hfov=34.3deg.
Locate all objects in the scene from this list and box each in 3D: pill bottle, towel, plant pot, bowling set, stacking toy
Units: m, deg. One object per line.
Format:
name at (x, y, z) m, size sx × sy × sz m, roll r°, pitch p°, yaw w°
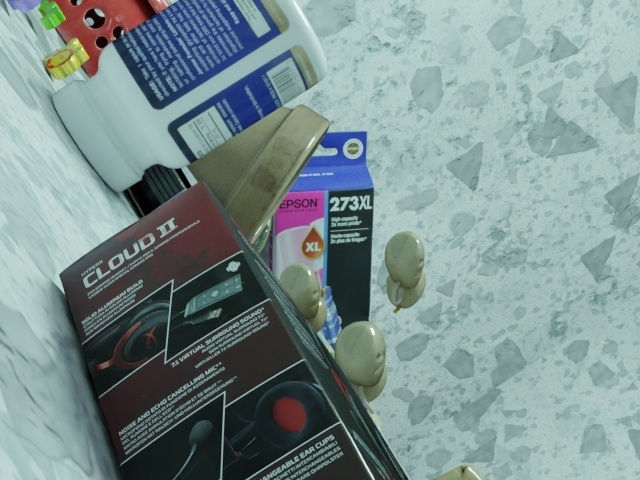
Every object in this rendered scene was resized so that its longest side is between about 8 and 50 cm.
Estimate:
pill bottle at (-0.138, -0.171, 1.101) m, size 0.153 × 0.264 × 0.153 m, roll 58°, pitch -2°, yaw 4°
towel at (0.035, 0.235, 1.536) m, size 0.243 × 0.040 × 0.336 m, roll 5°, pitch 71°, yaw -89°
plant pot at (-0.148, -0.129, 1.542) m, size 0.229 × 0.263 × 0.263 m, roll 34°, pitch 0°, yaw -3°
plant pot at (-0.336, -0.366, 1.686) m, size 0.191 × 0.174 × 0.191 m, roll 55°, pitch -2°, yaw 3°
bowling set at (-0.017, 0.104, 1.056) m, size 0.200 × 0.287 × 0.154 m, roll 22°, pitch -20°, yaw 16°
stacking toy at (-0.354, -0.297, 1.214) m, size 0.167 × 0.052 × 0.221 m, roll 60°, pitch -5°, yaw -37°

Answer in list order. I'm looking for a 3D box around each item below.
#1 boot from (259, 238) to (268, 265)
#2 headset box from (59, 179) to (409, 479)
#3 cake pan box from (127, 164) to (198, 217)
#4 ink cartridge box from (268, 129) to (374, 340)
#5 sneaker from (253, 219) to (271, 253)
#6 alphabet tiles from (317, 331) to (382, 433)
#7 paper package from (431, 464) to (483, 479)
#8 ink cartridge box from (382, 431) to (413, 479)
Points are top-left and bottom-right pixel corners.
boot at (-0.120, 0.013, 1.902) m, size 0.258 × 0.123 × 0.095 m, roll 64°, pitch -8°, yaw -19°
headset box at (-0.027, 0.120, 0.594) m, size 0.218 × 0.110 × 0.293 m, roll 57°, pitch -1°, yaw -41°
cake pan box at (-0.171, -0.033, 1.280) m, size 0.246 × 0.070 × 0.267 m, roll 54°, pitch -3°, yaw 29°
ink cartridge box at (0.000, 0.000, 1.782) m, size 0.069 × 0.175 × 0.371 m, roll -130°, pitch -142°, yaw -68°
sneaker at (-0.177, -0.073, 1.820) m, size 0.410 × 0.158 × 0.182 m, roll -118°, pitch -166°, yaw -46°
alphabet tiles at (0.031, 0.250, 1.319) m, size 0.198 × 0.009 × 0.237 m, roll 58°, pitch 20°, yaw -29°
paper package at (0.236, 0.504, 1.380) m, size 0.309 × 0.168 × 0.325 m, roll 58°, pitch -1°, yaw 36°
ink cartridge box at (0.128, 0.445, 1.955) m, size 0.127 × 0.072 × 0.175 m, roll 58°, pitch -2°, yaw -16°
